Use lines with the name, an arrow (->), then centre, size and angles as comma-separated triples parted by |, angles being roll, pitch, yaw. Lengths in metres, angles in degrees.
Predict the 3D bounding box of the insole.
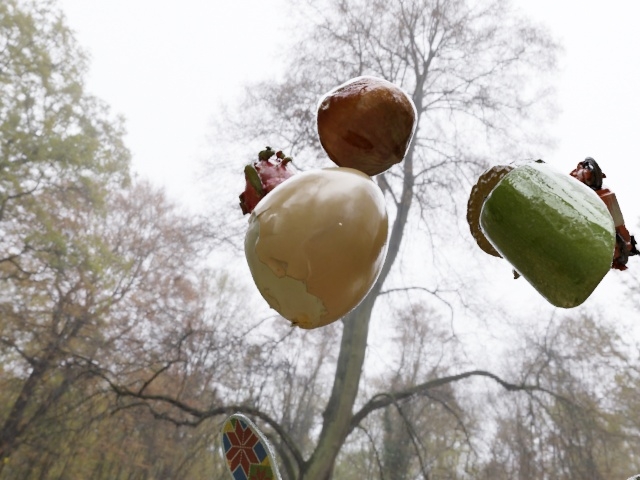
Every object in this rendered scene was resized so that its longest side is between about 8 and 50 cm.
insole -> -0.064, 0.264, 0.594 | 0.006, 0.193, 0.065 | 27, -75, -44

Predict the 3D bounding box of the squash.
squash -> 0.411, 0.000, 0.932 | 0.189, 0.260, 0.189 | -18, -47, -19

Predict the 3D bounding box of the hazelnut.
hazelnut -> 0.074, -0.201, 0.964 | 0.182, 0.182, 0.182 | 9, -35, 6

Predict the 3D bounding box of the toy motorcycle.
toy motorcycle -> 0.770, -0.075, 1.539 | 0.148, 0.325, 0.221 | -19, 2, 4

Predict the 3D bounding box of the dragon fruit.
dragon fruit -> -0.094, -0.102, 1.148 | 0.172, 0.160, 0.166 | 54, -22, 8

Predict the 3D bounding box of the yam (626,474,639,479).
yam -> 0.595, 0.468, 0.986 | 0.043, 0.094, 0.043 | -24, -33, -16

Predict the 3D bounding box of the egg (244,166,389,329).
egg -> 0.000, 0.000, 0.791 | 0.201, 0.244, 0.201 | 33, -22, 15

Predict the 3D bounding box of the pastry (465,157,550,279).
pastry -> 0.462, -0.069, 1.268 | 0.132, 0.235, 0.240 | -7, -50, -30
